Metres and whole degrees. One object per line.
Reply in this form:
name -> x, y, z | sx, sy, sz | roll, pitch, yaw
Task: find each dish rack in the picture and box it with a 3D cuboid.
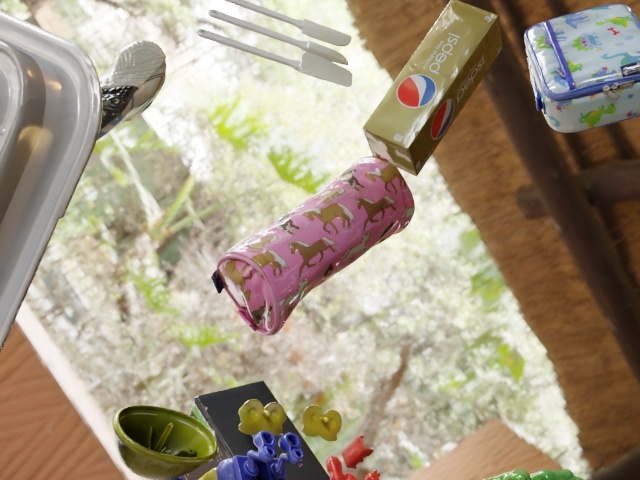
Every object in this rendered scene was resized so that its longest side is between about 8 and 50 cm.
dish rack -> -0.294, -0.002, 0.597 | 0.286, 0.332, 0.072 | 27, 5, 33

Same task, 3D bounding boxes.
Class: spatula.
spatula -> -0.064, -0.310, 1.480 | 0.168, 0.242, 0.019 | -86, -162, -46

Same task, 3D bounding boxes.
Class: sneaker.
sneaker -> -0.270, -0.178, 1.276 | 0.085, 0.237, 0.086 | 19, -49, 12

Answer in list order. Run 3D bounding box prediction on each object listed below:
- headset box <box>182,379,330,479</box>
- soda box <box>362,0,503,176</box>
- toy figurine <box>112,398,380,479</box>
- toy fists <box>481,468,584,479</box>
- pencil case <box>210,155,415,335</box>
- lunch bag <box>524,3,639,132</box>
headset box -> -0.111, 0.393, 1.506 | 0.246, 0.131, 0.283 | 51, -46, 36
soda box -> 0.120, -0.161, 1.024 | 0.058, 0.181, 0.061 | 27, -15, 25
toy figurine -> -0.116, 0.330, 1.170 | 0.363, 0.217, 0.191 | 12, 38, -39
toy fists -> 0.237, 0.328, 1.176 | 0.279, 0.142, 0.096 | 13, 63, -46
pencil case -> 0.000, 0.000, 1.667 | 0.167, 0.386, 0.160 | -6, -65, 51
lunch bag -> 0.393, -0.254, 1.427 | 0.219, 0.176, 0.090 | -89, 162, -50
